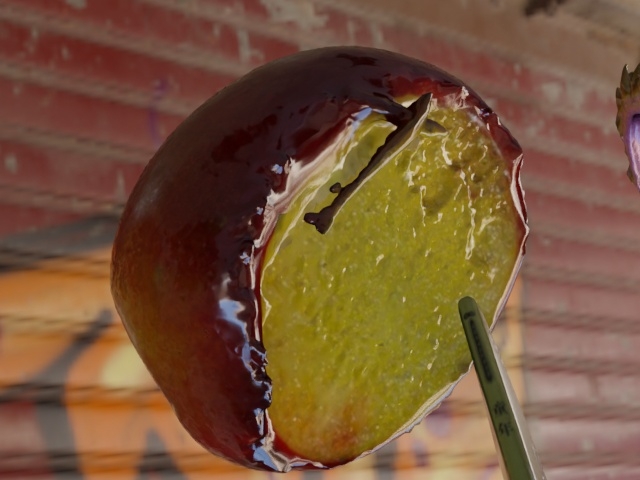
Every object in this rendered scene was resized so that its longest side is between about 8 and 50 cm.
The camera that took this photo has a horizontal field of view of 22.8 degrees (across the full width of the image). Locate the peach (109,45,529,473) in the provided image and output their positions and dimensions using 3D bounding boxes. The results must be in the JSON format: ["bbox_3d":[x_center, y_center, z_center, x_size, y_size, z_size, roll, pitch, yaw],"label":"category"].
[{"bbox_3d":[-0.018,0.008,1.466,0.310,0.406,0.335,21,165,49],"label":"peach"}]

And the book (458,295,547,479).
[{"bbox_3d":[0.167,0.236,1.155,0.035,0.352,0.239,-17,132,5],"label":"book"}]

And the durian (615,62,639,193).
[{"bbox_3d":[0.416,-0.047,1.636,0.112,0.341,0.191,-37,-179,-8],"label":"durian"}]
